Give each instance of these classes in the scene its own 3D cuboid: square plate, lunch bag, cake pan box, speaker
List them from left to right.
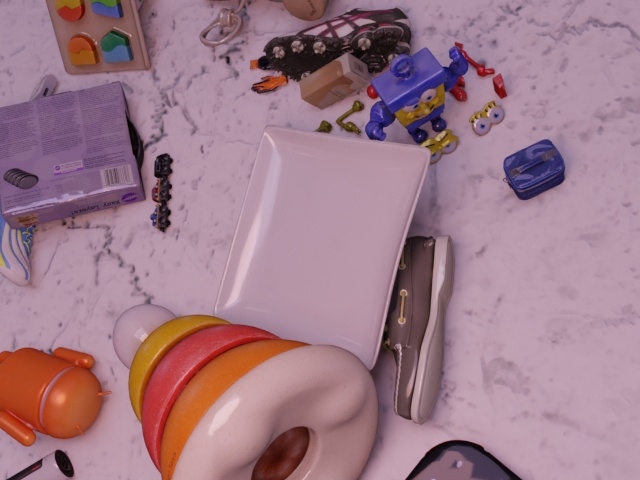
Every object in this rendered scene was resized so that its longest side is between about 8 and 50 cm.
[{"bbox_3d":[-0.483,0.406,1.460,0.136,0.055,0.055,-31,64,4],"label":"speaker"},{"bbox_3d":[-0.471,-0.164,1.637,0.267,0.070,0.246,-14,66,-6],"label":"cake pan box"},{"bbox_3d":[0.000,0.000,1.406,0.344,0.049,0.347,14,88,37],"label":"square plate"},{"bbox_3d":[0.340,-0.114,1.400,0.098,0.065,0.067,-27,64,5],"label":"lunch bag"}]

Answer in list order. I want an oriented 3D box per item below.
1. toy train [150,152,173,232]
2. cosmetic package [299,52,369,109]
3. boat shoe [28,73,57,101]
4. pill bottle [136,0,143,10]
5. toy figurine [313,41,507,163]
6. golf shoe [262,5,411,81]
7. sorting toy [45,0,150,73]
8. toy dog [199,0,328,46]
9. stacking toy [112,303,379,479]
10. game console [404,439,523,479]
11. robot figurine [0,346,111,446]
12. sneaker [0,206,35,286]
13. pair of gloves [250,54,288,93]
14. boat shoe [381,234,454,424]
[{"bbox_3d":[-0.295,-0.088,1.610,0.036,0.027,0.158,-10,67,17],"label":"toy train"},{"bbox_3d":[0.024,-0.281,1.545,0.115,0.060,0.041,-25,60,36],"label":"cosmetic package"},{"bbox_3d":[-0.574,-0.294,1.778,0.035,0.035,0.100,11,75,49],"label":"boat shoe"},{"bbox_3d":[-0.387,-0.595,1.775,0.136,0.136,0.246,16,75,22],"label":"pill bottle"},{"bbox_3d":[0.118,-0.240,1.435,0.362,0.217,0.191,-29,64,4],"label":"toy figurine"},{"bbox_3d":[0.034,-0.360,1.590,0.273,0.105,0.120,-2,47,16],"label":"golf shoe"},{"bbox_3d":[-0.445,-0.422,1.712,0.208,0.193,0.038,2,29,20],"label":"sorting toy"},{"bbox_3d":[-0.108,-0.512,1.620,0.333,0.161,0.220,-10,51,17],"label":"toy dog"},{"bbox_3d":[-0.177,0.220,1.337,0.350,0.350,0.480,-51,48,-6],"label":"stacking toy"},{"bbox_3d":[0.195,0.512,1.205,0.342,0.060,0.386,38,84,26],"label":"game console"},{"bbox_3d":[-0.464,0.259,1.471,0.219,0.158,0.128,15,103,22],"label":"robot figurine"},{"bbox_3d":[-0.574,-0.031,1.640,0.126,0.091,0.240,-36,63,1],"label":"sneaker"},{"bbox_3d":[-0.098,-0.316,1.647,0.074,0.010,0.083,-11,64,14],"label":"pair of gloves"},{"bbox_3d":[0.144,0.132,1.345,0.091,0.109,0.305,3,64,19],"label":"boat shoe"}]
